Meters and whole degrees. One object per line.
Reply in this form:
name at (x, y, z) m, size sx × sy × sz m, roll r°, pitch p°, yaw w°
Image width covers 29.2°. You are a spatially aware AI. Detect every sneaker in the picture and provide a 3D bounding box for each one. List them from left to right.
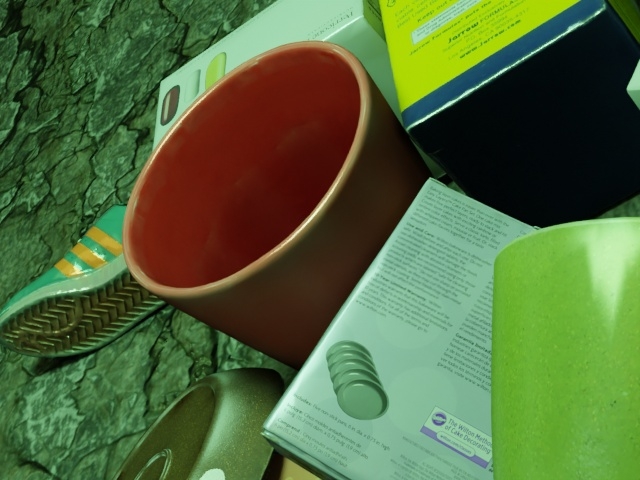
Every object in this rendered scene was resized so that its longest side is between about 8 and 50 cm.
sneaker at (-0.249, 0.035, 1.453) m, size 0.302 × 0.108 × 0.121 m, roll -26°, pitch 39°, yaw 14°

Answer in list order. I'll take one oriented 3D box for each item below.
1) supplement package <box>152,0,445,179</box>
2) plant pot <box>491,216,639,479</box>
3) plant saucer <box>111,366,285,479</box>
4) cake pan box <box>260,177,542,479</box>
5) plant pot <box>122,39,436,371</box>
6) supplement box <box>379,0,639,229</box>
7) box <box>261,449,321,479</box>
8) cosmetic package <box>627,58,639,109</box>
supplement package at (-0.007, -0.126, 1.258) m, size 0.261 × 0.204 × 0.145 m, roll -31°, pitch 34°, yaw 21°
plant pot at (0.213, 0.172, 0.702) m, size 0.274 × 0.274 × 0.294 m, roll -4°, pitch 67°, yaw 43°
plant saucer at (-0.143, 0.235, 1.102) m, size 0.311 × 0.050 × 0.311 m, roll -49°, pitch 16°, yaw 20°
cake pan box at (0.132, 0.111, 0.911) m, size 0.266 × 0.070 × 0.246 m, roll 26°, pitch 72°, yaw 20°
plant pot at (0.000, 0.000, 1.106) m, size 0.275 × 0.243 × 0.275 m, roll -27°, pitch 40°, yaw 25°
supplement box at (0.185, -0.202, 1.150) m, size 0.195 × 0.194 × 0.357 m, roll -30°, pitch 39°, yaw 22°
box at (0.032, 0.208, 1.007) m, size 0.170 × 0.091 × 0.130 m, roll 1°, pitch 58°, yaw 45°
cosmetic package at (0.414, -0.220, 0.968) m, size 0.197 × 0.155 × 0.366 m, roll 8°, pitch 62°, yaw 48°
